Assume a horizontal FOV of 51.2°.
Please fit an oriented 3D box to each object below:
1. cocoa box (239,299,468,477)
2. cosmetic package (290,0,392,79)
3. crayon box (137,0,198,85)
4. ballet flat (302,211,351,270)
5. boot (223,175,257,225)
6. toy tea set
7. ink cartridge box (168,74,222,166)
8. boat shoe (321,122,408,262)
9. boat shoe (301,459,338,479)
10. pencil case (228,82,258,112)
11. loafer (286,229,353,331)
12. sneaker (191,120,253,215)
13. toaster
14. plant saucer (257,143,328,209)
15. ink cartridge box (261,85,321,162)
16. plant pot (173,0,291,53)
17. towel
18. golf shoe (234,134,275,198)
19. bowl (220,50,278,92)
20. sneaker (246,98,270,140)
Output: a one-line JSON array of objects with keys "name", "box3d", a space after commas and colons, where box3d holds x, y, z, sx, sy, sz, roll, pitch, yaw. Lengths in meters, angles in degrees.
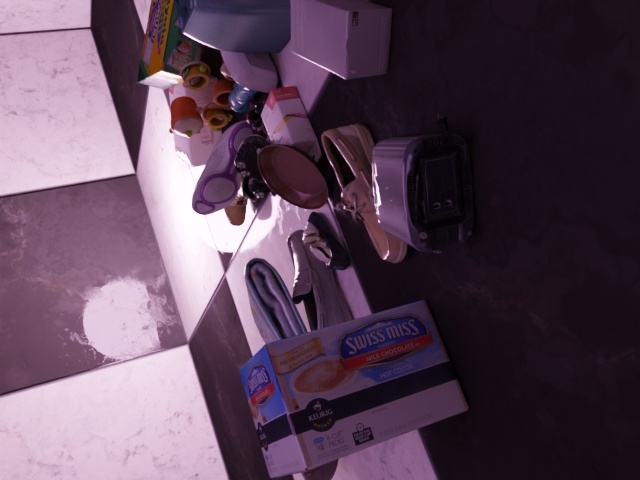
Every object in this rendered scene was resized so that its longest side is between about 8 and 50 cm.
[{"name": "cocoa box", "box3d": [0.055, 0.283, 1.286, 0.227, 0.347, 0.231, 71, 155, 15]}, {"name": "cosmetic package", "box3d": [0.033, -0.402, 1.287, 0.238, 0.107, 0.127, 42, 138, 47]}, {"name": "crayon box", "box3d": [-0.449, -0.663, 2.037, 0.313, 0.106, 0.362, 12, 92, 63]}, {"name": "ballet flat", "box3d": [0.000, 0.000, 1.596, 0.203, 0.074, 0.074, 54, 147, 41]}, {"name": "boot", "box3d": [-0.235, -0.132, 2.023, 0.165, 0.077, 0.213, 27, 120, 58]}, {"name": "toy tea set", "box3d": [-0.316, -0.404, 1.924, 0.336, 0.200, 0.124, 127, 135, -53]}, {"name": "ink cartridge box", "box3d": [-0.417, -0.409, 2.224, 0.207, 0.117, 0.282, 36, 133, 55]}, {"name": "boat shoe", "box3d": [0.084, -0.090, 1.334, 0.109, 0.098, 0.302, -43, 63, 63]}, {"name": "boat shoe", "box3d": [-0.033, 0.507, 1.885, 0.130, 0.133, 0.355, 124, 137, -71]}, {"name": "pencil case", "box3d": [-0.202, -0.408, 1.827, 0.070, 0.064, 0.152, 32, 158, -11]}, {"name": "loafer", "box3d": [-0.021, 0.116, 1.648, 0.319, 0.112, 0.112, 65, 153, 24]}, {"name": "sneaker", "box3d": [-0.277, -0.210, 1.943, 0.305, 0.114, 0.152, -58, 24, 3]}, {"name": "toaster", "box3d": [0.166, -0.096, 1.124, 0.146, 0.129, 0.226, -158, 57, -64]}, {"name": "plant saucer", "box3d": [-0.059, -0.158, 1.592, 0.199, 0.036, 0.198, 26, 147, 19]}, {"name": "ink cartridge box", "box3d": [-0.073, -0.259, 1.622, 0.198, 0.067, 0.115, 68, 154, 18]}, {"name": "plant pot", "box3d": [-0.200, -0.572, 1.516, 0.248, 0.253, 0.246, -20, 85, 66]}, {"name": "towel", "box3d": [-0.097, 0.255, 1.719, 0.374, 0.090, 0.320, 63, 165, 18]}, {"name": "golf shoe", "box3d": [-0.162, -0.213, 1.727, 0.273, 0.105, 0.120, 82, -177, -68]}, {"name": "bowl", "box3d": [-0.171, -0.444, 1.676, 0.053, 0.142, 0.142, -41, 61, 35]}, {"name": "sneaker", "box3d": [-0.164, -0.323, 1.775, 0.071, 0.077, 0.178, 68, 155, 21]}]
